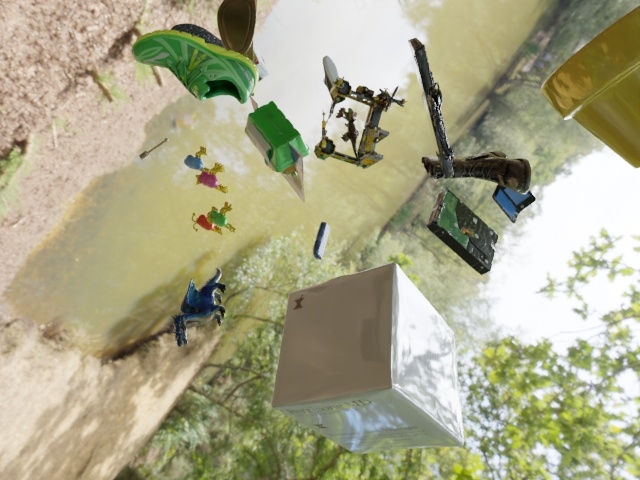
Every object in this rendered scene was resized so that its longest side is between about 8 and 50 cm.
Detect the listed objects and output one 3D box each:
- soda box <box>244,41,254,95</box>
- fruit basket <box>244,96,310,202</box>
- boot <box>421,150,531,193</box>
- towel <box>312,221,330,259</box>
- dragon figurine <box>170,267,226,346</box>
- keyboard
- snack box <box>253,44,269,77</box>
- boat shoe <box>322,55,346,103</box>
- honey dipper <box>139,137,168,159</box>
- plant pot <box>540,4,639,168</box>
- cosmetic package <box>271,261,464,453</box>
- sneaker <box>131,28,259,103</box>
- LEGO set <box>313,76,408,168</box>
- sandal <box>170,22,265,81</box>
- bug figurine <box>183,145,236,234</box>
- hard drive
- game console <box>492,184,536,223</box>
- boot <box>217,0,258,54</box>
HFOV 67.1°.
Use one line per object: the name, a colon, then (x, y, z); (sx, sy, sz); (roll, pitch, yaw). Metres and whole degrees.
soda box: (-0.258, -0.589, 1.645); (0.058, 0.061, 0.181); (122, -34, -77)
fruit basket: (-0.167, -0.330, 1.821); (0.165, 0.327, 0.353); (-31, 161, -18)
boot: (0.402, -0.180, 1.280); (0.263, 0.229, 0.091); (-111, -160, -68)
towel: (0.000, 0.000, 1.625); (0.067, 0.029, 0.119); (65, 38, -62)
dragon figurine: (-0.349, 0.166, 1.381); (0.085, 0.144, 0.289); (121, -28, -44)
keyboard: (0.254, -0.276, 1.061); (0.033, 0.317, 0.201); (-17, -143, 13)
snack box: (-0.239, -0.666, 1.770); (0.037, 0.100, 0.141); (-26, 179, 9)
boat shoe: (0.046, -0.740, 2.234); (0.070, 0.219, 0.078); (-14, -168, 37)
honey dipper: (-0.726, -0.405, 2.112); (0.160, 0.030, 0.030); (-29, 180, 19)
plant pot: (0.597, -0.277, 0.906); (0.254, 0.239, 0.254); (-32, 172, -5)
cosmetic package: (0.135, 0.323, 1.250); (0.329, 0.394, 0.327); (-19, -135, 29)
sneaker: (-0.294, -0.401, 1.131); (0.109, 0.295, 0.123); (147, -47, -73)
LEGO set: (0.126, -0.400, 1.616); (0.331, 0.255, 0.192); (-67, -167, -9)
sandal: (-0.427, -0.741, 1.973); (0.445, 0.107, 0.168); (6, 92, -46)
bug figurine: (-0.337, -0.132, 1.434); (0.072, 0.216, 0.279); (-19, 113, -31)
hard drive: (0.617, -0.039, 2.084); (0.064, 0.339, 0.237); (-37, -162, 48)
game console: (0.730, -0.160, 1.816); (0.124, 0.144, 0.085); (-39, -169, 19)
boot: (-0.191, -0.654, 1.284); (0.220, 0.109, 0.283); (-68, 161, -57)
